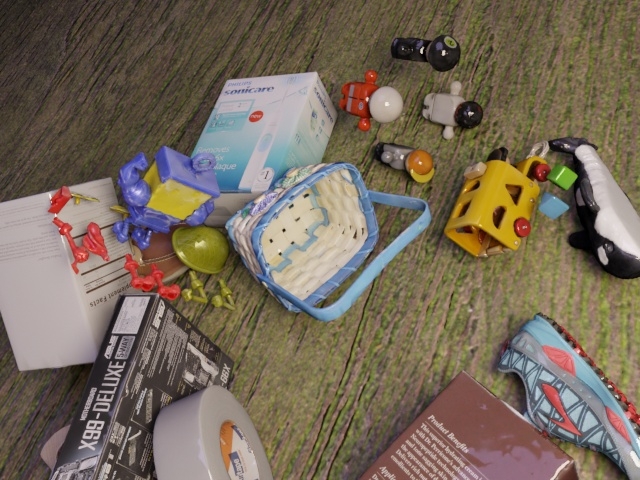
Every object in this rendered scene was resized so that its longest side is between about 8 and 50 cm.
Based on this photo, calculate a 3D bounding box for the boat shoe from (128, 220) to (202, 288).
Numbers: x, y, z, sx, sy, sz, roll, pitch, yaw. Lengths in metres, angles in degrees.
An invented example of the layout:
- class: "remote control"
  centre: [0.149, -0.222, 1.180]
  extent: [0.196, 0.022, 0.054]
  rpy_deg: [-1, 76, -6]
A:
- class: "boat shoe"
  centre: [-0.379, 0.028, 1.353]
  extent: [0.324, 0.116, 0.123]
  rpy_deg: [-18, 50, 14]

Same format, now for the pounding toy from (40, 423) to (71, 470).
- class: "pounding toy"
  centre: [-0.375, 0.354, 1.087]
  extent: [0.154, 0.155, 0.269]
  rpy_deg: [-12, 52, 13]

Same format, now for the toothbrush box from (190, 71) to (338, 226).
- class: "toothbrush box"
  centre: [-0.117, -0.177, 1.370]
  extent: [0.216, 0.126, 0.295]
  rpy_deg: [3, 57, 28]

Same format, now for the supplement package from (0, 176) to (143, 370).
- class: "supplement package"
  centre: [-0.447, 0.057, 1.229]
  extent: [0.178, 0.292, 0.175]
  rpy_deg: [-9, 10, 20]

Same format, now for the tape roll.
- class: "tape roll"
  centre: [-0.140, 0.313, 0.958]
  extent: [0.072, 0.219, 0.219]
  rpy_deg: [-25, 49, 8]

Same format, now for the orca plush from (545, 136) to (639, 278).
- class: "orca plush"
  centre: [0.392, -0.040, 1.036]
  extent: [0.102, 0.151, 0.287]
  rpy_deg: [-46, 44, 33]

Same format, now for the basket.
- class: "basket"
  centre: [0.000, 0.000, 1.119]
  extent: [0.289, 0.201, 0.255]
  rpy_deg: [21, 54, 42]

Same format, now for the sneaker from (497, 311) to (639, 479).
- class: "sneaker"
  centre: [0.325, 0.221, 0.896]
  extent: [0.125, 0.104, 0.262]
  rpy_deg: [-45, 43, 14]

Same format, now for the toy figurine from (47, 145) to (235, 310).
- class: "toy figurine"
  centre: [-0.218, -0.043, 1.136]
  extent: [0.217, 0.363, 0.191]
  rpy_deg: [-45, 50, 20]

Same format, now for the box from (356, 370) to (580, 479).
- class: "box"
  centre: [0.180, 0.306, 0.840]
  extent: [0.203, 0.167, 0.168]
  rpy_deg: [-43, 49, -8]

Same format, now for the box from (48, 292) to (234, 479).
- class: "box"
  centre: [-0.247, 0.266, 1.032]
  extent: [0.077, 0.242, 0.307]
  rpy_deg: [-3, 56, 24]

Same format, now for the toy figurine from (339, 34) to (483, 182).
- class: "toy figurine"
  centre: [0.166, -0.232, 1.211]
  extent: [0.213, 0.209, 0.148]
  rpy_deg: [-42, 32, -12]

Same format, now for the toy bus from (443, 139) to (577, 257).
- class: "toy bus"
  centre: [0.264, -0.075, 1.053]
  extent: [0.191, 0.104, 0.202]
  rpy_deg: [-50, 18, 22]
